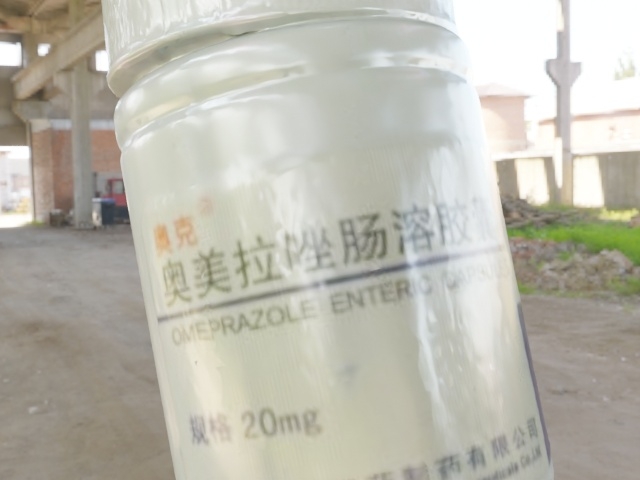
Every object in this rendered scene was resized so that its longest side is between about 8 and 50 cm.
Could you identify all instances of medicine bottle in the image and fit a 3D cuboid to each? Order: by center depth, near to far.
[{"bbox_3d":[0.000,0.000,0.401,0.190,0.332,0.190,-11,-4,-1],"label":"medicine bottle"}]
